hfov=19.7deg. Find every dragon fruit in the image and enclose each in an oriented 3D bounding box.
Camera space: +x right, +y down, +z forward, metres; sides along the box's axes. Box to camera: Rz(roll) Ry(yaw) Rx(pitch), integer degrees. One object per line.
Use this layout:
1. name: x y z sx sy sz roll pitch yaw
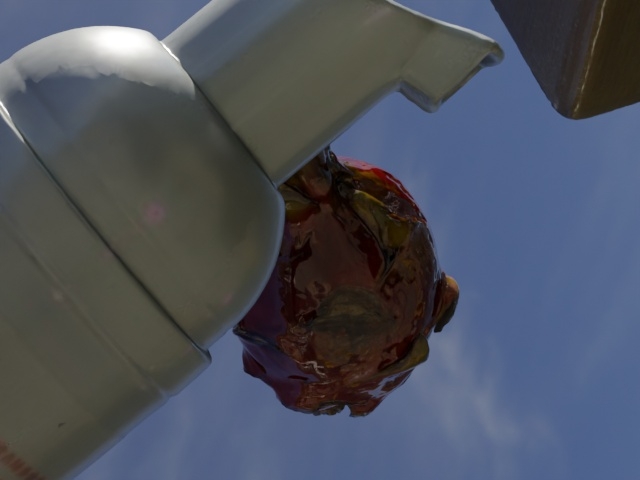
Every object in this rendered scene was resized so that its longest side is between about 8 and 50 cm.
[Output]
1. dragon fruit: 0.000 0.000 0.979 0.246 0.125 0.125 67 -161 -52

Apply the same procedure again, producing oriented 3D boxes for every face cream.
1. face cream: -0.107 0.009 0.683 0.369 0.145 0.145 -39 -39 -3

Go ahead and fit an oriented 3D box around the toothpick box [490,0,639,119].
1. toothpick box: 0.204 -0.235 1.140 0.190 0.187 0.308 -20 -29 -13
